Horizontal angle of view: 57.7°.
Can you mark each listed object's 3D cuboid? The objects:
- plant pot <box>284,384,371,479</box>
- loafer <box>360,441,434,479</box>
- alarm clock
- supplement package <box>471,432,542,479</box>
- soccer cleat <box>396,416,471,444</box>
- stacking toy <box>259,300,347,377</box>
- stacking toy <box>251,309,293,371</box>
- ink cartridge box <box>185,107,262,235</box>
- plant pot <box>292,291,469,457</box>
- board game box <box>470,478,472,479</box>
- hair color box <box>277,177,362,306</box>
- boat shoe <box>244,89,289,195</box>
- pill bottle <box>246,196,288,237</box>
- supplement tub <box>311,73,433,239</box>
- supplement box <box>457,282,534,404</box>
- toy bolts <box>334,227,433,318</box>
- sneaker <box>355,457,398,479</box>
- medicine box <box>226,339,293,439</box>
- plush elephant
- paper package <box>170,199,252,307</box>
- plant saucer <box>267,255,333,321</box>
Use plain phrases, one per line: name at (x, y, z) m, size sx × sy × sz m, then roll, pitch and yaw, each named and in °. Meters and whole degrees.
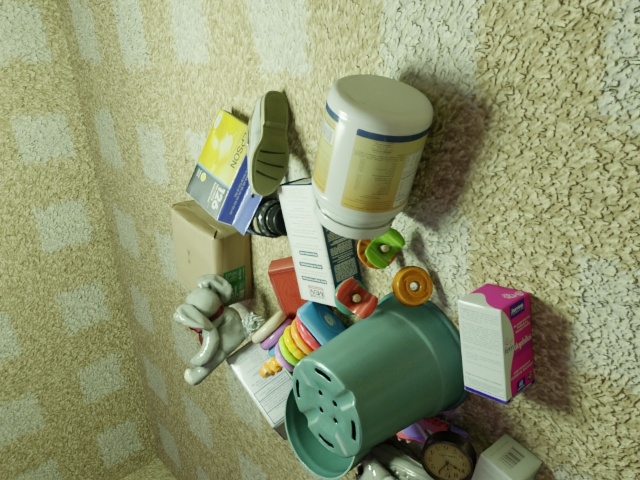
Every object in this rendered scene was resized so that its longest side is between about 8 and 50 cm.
plant pot at (0.062, 0.528, 1.724) m, size 0.293 × 0.196 × 0.292 m, roll 5°, pitch 97°, yaw 45°
loafer at (0.234, 0.640, 1.654) m, size 0.320 × 0.112 × 0.112 m, roll -1°, pitch 113°, yaw 56°
alarm clock at (0.316, 0.548, 1.429) m, size 0.130 × 0.064 × 0.191 m, roll 2°, pitch 108°, yaw 24°
supplement package at (0.428, 0.568, 1.370) m, size 0.105 × 0.105 × 0.179 m, roll 35°, pitch 132°, yaw 38°
soccer cleat at (0.289, 0.495, 1.544) m, size 0.248 × 0.083 × 0.095 m, roll -14°, pitch 81°, yaw 53°
stacking toy at (-0.076, 0.325, 1.737) m, size 0.302 × 0.175 × 0.165 m, roll -42°, pitch 85°, yaw 20°
stacking toy at (-0.064, 0.385, 1.867) m, size 0.330 × 0.141 × 0.141 m, roll 47°, pitch 143°, yaw 1°
ink cartridge box at (-0.277, -0.218, 1.806) m, size 0.307 × 0.072 × 0.303 m, roll 37°, pitch 106°, yaw 43°
plant pot at (0.133, 0.342, 1.444) m, size 0.341 × 0.334 × 0.340 m, roll 30°, pitch 130°, yaw 43°
board game box at (0.383, 0.749, 1.591) m, size 0.145 × 0.027 × 0.281 m, roll -6°, pitch 103°, yaw 52°
hair color box at (0.000, 0.000, 1.635) m, size 0.174 × 0.105 × 0.347 m, roll 7°, pitch 112°, yaw 52°
boat shoe at (-0.156, -0.266, 1.647) m, size 0.103 × 0.113 × 0.302 m, roll -9°, pitch 70°, yaw 58°
pill bottle at (-0.168, -0.072, 1.804) m, size 0.219 × 0.123 × 0.122 m, roll 10°, pitch 115°, yaw 51°
supplement tub at (0.104, -0.182, 1.297) m, size 0.228 × 0.228 × 0.316 m, roll 42°, pitch 137°, yaw 32°
supplement box at (0.377, 0.218, 1.248) m, size 0.114 × 0.111 × 0.219 m, roll 10°, pitch 116°, yaw 50°
toy bolts at (0.141, 0.107, 1.453) m, size 0.218 × 0.228 × 0.158 m, roll 45°, pitch 171°, yaw -4°
sneaker at (0.143, 0.705, 1.656) m, size 0.121 × 0.099 × 0.262 m, roll 51°, pitch 141°, yaw 32°
medicine box at (-0.163, 0.508, 1.996) m, size 0.289 × 0.149 × 0.263 m, roll 50°, pitch 167°, yaw 25°
plush elephant at (-0.375, 0.271, 1.937) m, size 0.255 × 0.272 × 0.330 m, roll 46°, pitch 121°, yaw -3°
paper package at (-0.400, 0.049, 2.136) m, size 0.310 × 0.168 × 0.324 m, roll 32°, pitch 130°, yaw 41°
plant saucer at (-0.073, 0.179, 1.877) m, size 0.259 × 0.048 × 0.258 m, roll -14°, pitch 96°, yaw 55°
